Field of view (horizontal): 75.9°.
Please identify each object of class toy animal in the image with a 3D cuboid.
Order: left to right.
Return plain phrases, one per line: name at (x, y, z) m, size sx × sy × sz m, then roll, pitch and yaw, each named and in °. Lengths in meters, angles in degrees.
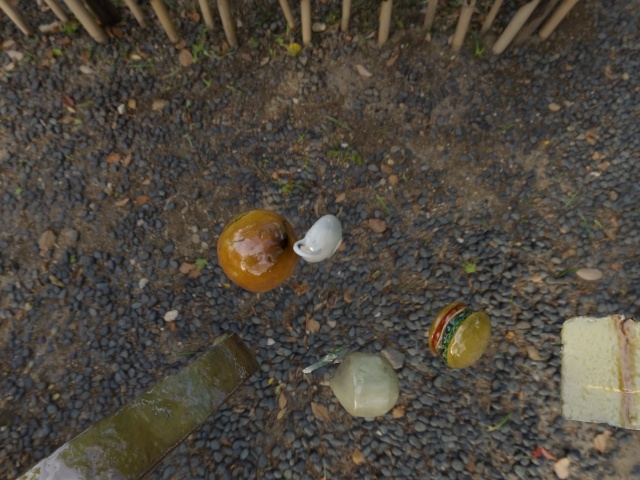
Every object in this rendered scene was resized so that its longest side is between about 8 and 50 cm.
toy animal at (0.032, 0.434, 1.495) m, size 0.217 × 0.075 × 0.041 m, roll -28°, pitch 90°, yaw -7°

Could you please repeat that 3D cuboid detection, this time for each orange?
orange at (-0.180, 0.025, 1.209) m, size 0.246 × 0.246 × 0.246 m, roll 0°, pitch 75°, yaw -2°

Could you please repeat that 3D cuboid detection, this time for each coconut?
coconut at (0.137, 0.462, 1.331) m, size 0.224 × 0.224 × 0.224 m, roll 0°, pitch 75°, yaw -2°

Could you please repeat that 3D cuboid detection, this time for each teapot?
teapot at (0.000, 0.000, 1.114) m, size 0.092 × 0.226 × 0.145 m, roll 33°, pitch 117°, yaw 11°

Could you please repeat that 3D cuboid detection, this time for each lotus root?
lotus root at (-0.241, 0.262, 0.568) m, size 0.375 × 0.390 × 0.111 m, roll -43°, pitch 83°, yaw 10°

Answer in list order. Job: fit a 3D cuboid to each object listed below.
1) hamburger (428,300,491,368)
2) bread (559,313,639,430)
hamburger at (0.336, 0.228, 0.994) m, size 0.162 × 0.162 × 0.115 m, roll -49°, pitch 43°, yaw -12°
bread at (0.576, 0.243, 0.775) m, size 0.135 × 0.240 × 0.178 m, roll -30°, pitch 106°, yaw -47°
